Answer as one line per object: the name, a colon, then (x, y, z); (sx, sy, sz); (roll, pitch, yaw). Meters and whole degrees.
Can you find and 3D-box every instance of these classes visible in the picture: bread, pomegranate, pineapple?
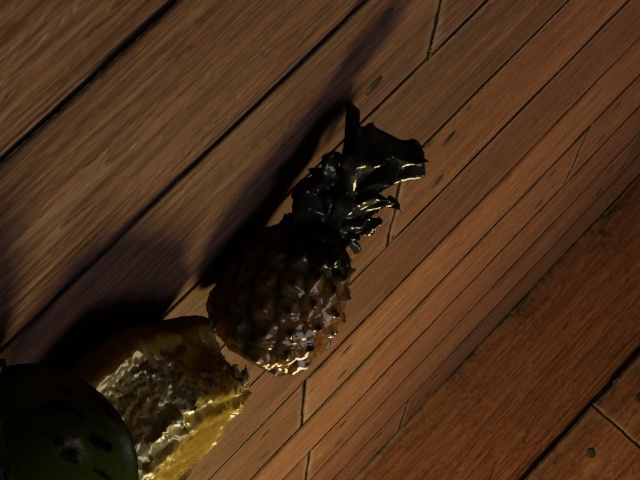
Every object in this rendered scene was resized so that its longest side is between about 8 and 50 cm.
bread: (-0.153, 0.146, 1.434); (0.174, 0.121, 0.245); (-56, 167, 11)
pomegranate: (-0.231, 0.180, 1.190); (0.210, 0.179, 0.179); (-13, 153, -22)
pineapple: (0.000, 0.001, 1.534); (0.248, 0.128, 0.128); (-57, 166, 21)

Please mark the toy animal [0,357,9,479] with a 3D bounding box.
toy animal: (-0.223, 0.137, 1.071); (0.105, 0.202, 0.070); (-27, 170, 11)
